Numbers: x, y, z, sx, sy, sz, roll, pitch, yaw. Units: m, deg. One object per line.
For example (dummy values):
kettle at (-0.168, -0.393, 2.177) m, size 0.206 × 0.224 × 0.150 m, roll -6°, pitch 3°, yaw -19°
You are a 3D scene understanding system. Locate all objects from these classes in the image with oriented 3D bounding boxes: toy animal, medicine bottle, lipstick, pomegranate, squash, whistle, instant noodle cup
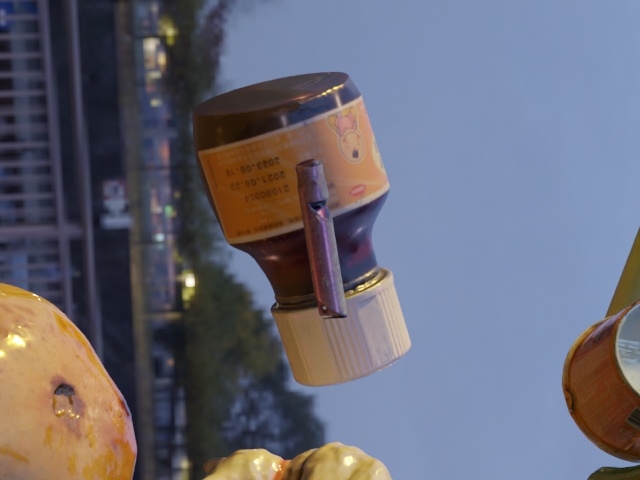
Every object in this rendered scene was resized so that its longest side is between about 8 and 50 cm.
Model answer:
toy animal at (-0.039, 0.315, 1.751) m, size 0.188 × 0.266 × 0.308 m, roll 51°, pitch 10°, yaw 0°
medicine bottle at (-0.013, -0.014, 1.981) m, size 0.242 × 0.242 × 0.395 m, roll -118°, pitch -169°, yaw -76°
lipstick at (0.498, 0.079, 2.335) m, size 0.076 × 0.076 × 0.304 m, roll -110°, pitch -145°, yaw -70°
pomegranate at (-0.353, 0.197, 1.445) m, size 0.342 × 0.343 × 0.342 m, roll 177°, pitch -90°, yaw -84°
squash at (0.408, 0.323, 1.940) m, size 0.219 × 0.068 × 0.077 m, roll 156°, pitch -59°, yaw -63°
whistle at (0.000, 0.000, 1.620) m, size 0.033 × 0.033 × 0.176 m, roll -123°, pitch -157°, yaw -78°
instant noodle cup at (0.447, 0.174, 2.005) m, size 0.172 × 0.216 × 0.215 m, roll 104°, pitch -18°, yaw -68°
